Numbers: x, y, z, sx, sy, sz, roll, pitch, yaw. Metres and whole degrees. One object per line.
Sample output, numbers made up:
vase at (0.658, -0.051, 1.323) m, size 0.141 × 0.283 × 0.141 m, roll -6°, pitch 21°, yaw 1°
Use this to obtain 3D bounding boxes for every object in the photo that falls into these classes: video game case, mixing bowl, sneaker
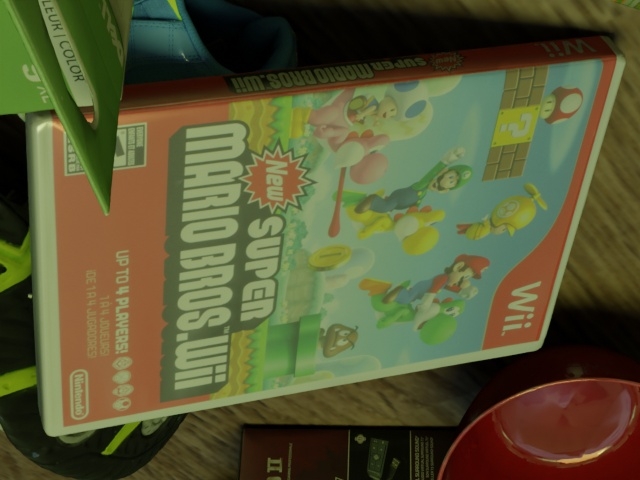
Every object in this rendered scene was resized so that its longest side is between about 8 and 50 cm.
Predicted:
video game case at (0.000, 0.000, 0.697) m, size 0.285 × 0.025 × 0.204 m, roll -8°, pitch 133°, yaw -18°
mixing bowl at (0.161, 0.133, 0.882) m, size 0.182 × 0.098 × 0.181 m, roll 1°, pitch 120°, yaw 2°
sneaker at (-0.190, 0.021, 0.777) m, size 0.147 × 0.145 × 0.384 m, roll 31°, pitch 171°, yaw 35°
sneaker at (-0.048, -0.039, 0.700) m, size 0.126 × 0.091 × 0.240 m, roll -18°, pitch 137°, yaw 24°

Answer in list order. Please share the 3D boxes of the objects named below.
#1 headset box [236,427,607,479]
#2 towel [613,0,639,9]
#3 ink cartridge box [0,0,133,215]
headset box at (0.060, 0.238, 1.032) m, size 0.293 × 0.110 × 0.218 m, roll 0°, pitch 142°, yaw 4°
towel at (0.075, -0.173, 0.581) m, size 0.237 × 0.021 × 0.102 m, roll 19°, pitch 134°, yaw -18°
ink cartridge box at (-0.110, -0.118, 0.505) m, size 0.062 × 0.209 × 0.109 m, roll -5°, pitch 141°, yaw 7°
